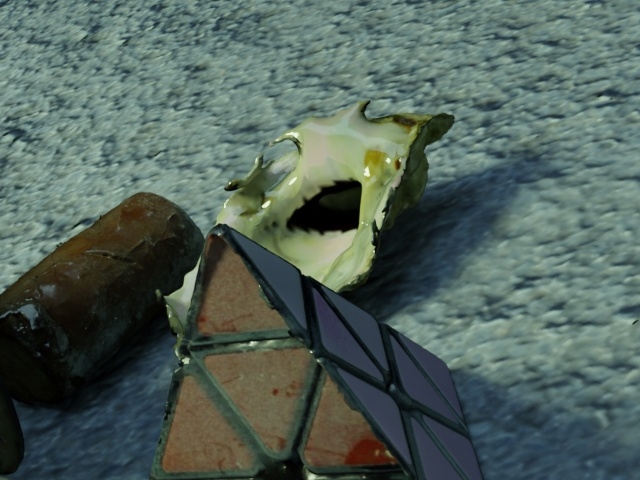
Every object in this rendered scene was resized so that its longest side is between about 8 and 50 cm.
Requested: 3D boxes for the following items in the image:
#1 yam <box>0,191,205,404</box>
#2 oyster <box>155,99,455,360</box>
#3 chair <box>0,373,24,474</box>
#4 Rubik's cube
[{"bbox_3d":[-0.140,0.036,1.043,0.079,0.079,0.141,5,38,44],"label":"yam"},{"bbox_3d":[-0.009,0.003,1.014,0.132,0.072,0.209,2,56,31],"label":"oyster"},{"bbox_3d":[-0.371,0.151,0.855,0.401,0.227,0.226,-40,30,-27],"label":"chair"},{"bbox_3d":[0.041,0.105,0.806,0.190,0.211,0.178,31,29,21],"label":"Rubik's cube"}]
